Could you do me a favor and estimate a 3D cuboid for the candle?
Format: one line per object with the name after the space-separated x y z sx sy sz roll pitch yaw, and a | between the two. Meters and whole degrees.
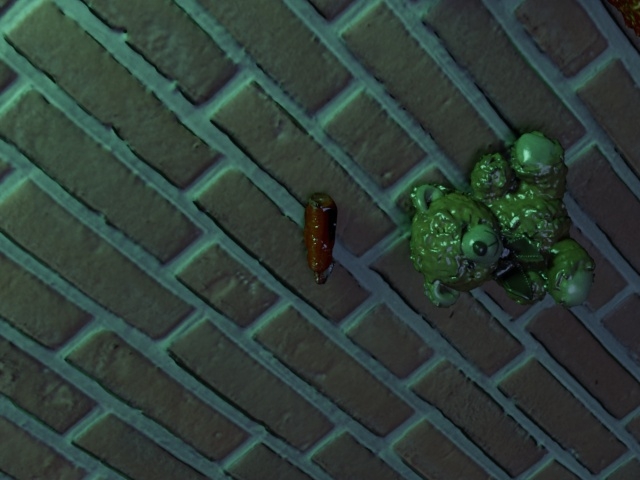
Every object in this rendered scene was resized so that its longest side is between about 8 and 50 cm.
0.000 0.000 2.180 0.053 0.048 0.162 12 128 12 | candle

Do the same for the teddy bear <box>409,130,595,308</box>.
0.254 -0.012 2.195 0.256 0.156 0.267 -12 90 -14 | teddy bear

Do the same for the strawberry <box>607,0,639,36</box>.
0.413 -0.387 1.899 0.137 0.306 0.233 14 121 5 | strawberry
